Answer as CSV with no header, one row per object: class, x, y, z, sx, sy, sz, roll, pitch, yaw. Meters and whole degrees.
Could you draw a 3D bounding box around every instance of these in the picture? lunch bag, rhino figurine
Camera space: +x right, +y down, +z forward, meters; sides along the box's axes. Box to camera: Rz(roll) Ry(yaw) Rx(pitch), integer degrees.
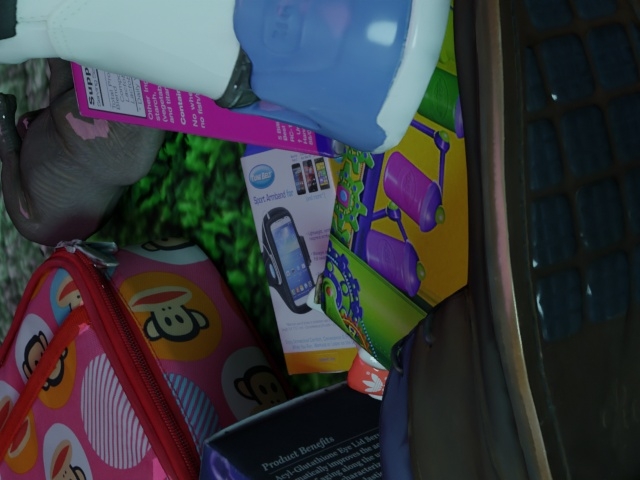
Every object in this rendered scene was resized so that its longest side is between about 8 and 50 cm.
lunch bag,-0.126,0.136,1.026,0.258,0.120,0.293,61,140,25
rhino figurine,-0.128,-0.077,0.981,0.243,0.073,0.106,-42,64,50

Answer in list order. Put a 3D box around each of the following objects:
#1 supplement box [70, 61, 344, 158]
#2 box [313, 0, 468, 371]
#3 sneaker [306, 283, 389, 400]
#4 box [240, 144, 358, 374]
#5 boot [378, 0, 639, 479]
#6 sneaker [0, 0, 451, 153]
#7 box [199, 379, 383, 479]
supplement box,-0.023,-0.113,0.785,0.220,0.111,0.114,15,118,52
box,0.167,-0.043,0.491,0.279,0.177,0.290,41,132,39
sneaker,0.053,0.070,0.779,0.161,0.075,0.057,54,140,28
box,0.000,0.000,0.871,0.081,0.028,0.136,-9,92,55
boot,0.046,0.021,0.457,0.106,0.082,0.219,-1,103,50
sneaker,-0.085,-0.123,0.551,0.315,0.182,0.127,-132,53,-68
box,0.037,0.189,0.806,0.207,0.108,0.153,33,128,38
